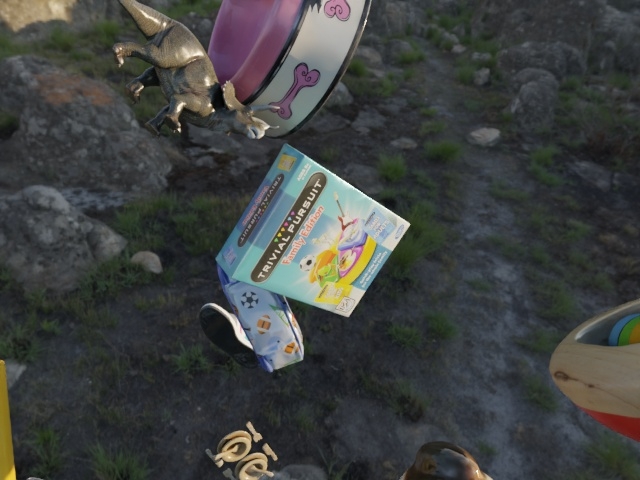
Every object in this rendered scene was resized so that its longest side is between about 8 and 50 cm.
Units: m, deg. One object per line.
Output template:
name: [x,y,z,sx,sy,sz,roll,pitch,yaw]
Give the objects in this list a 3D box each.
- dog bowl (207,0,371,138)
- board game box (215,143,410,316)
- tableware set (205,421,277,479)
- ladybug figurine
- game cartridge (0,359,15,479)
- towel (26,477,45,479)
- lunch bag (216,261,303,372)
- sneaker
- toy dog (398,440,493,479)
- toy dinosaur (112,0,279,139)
dog bowl: [-0.086,-0.418,0.870,0.150,0.408,0.408,17,24,-34]
board game box: [0.000,0.000,0.903,0.336,0.254,0.079,25,10,-43]
tableware set: [-0.192,0.553,1.124,0.128,0.194,0.039,-31,35,-12]
ladybug figurine: [0.497,0.174,0.612,0.305,0.449,0.162,-28,78,6]
game cartridge: [-0.477,0.333,0.538,0.052,0.285,0.323,-3,5,-5]
towel: [-0.701,0.830,1.222,0.331,0.317,0.053,-4,-8,17]
lunch bag: [-0.134,0.147,1.045,0.115,0.303,0.243,-22,9,-4]
sneaker: [-0.295,0.288,1.546,0.124,0.295,0.178,-29,26,12]
toy dog: [0.299,0.445,0.643,0.408,0.285,0.395,18,17,-5]
toy dinosaur: [-0.226,-0.265,0.715,0.160,0.313,0.121,-45,16,-31]
